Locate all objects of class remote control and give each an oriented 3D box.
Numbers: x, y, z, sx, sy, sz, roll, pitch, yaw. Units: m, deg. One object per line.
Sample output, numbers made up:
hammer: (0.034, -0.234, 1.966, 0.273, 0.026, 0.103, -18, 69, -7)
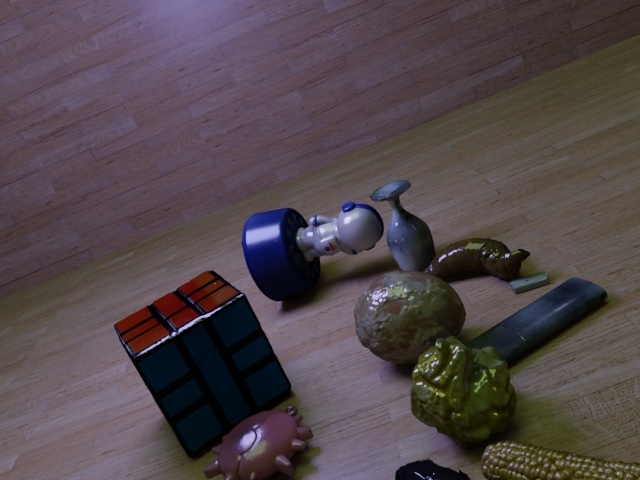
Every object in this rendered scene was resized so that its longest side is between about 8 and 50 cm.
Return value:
remote control: (0.403, 0.186, 1.386, 0.377, 0.044, 0.107, -29, 18, -15)

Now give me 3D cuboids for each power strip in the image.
power strip: (0.479, 0.096, 1.568, 0.090, 0.016, 0.040, -19, 20, 12)

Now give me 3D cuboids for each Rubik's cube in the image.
Rubik's cube: (-0.276, 0.271, 1.587, 0.283, 0.289, 0.293, -31, 23, -15)

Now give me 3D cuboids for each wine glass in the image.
wine glass: (0.228, -0.036, 1.855, 0.126, 0.241, 0.126, -20, 21, 8)

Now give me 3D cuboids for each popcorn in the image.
popcorn: (0.254, 0.260, 1.205, 0.187, 0.167, 0.185, 23, 10, 11)

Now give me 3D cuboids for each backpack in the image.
backpack: (0.181, 0.392, 1.022, 0.105, 0.120, 0.165, -7, 14, -19)

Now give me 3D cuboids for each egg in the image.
egg: (0.189, 0.161, 1.466, 0.245, 0.204, 0.203, -14, 22, 28)

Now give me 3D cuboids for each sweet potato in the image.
sweet potato: (0.387, 0.047, 1.687, 0.309, 0.098, 0.124, -9, 32, 44)

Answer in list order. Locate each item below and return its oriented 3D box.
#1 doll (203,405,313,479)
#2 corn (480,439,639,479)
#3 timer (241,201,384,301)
doll: (-0.126, 0.411, 1.342, 0.211, 0.093, 0.262, -7, 26, 32)
corn: (0.357, 0.341, 0.967, 0.291, 0.101, 0.101, 1, 31, 47)
timer: (0.000, 0.000, 1.959, 0.383, 0.271, 0.270, -18, 21, 20)
